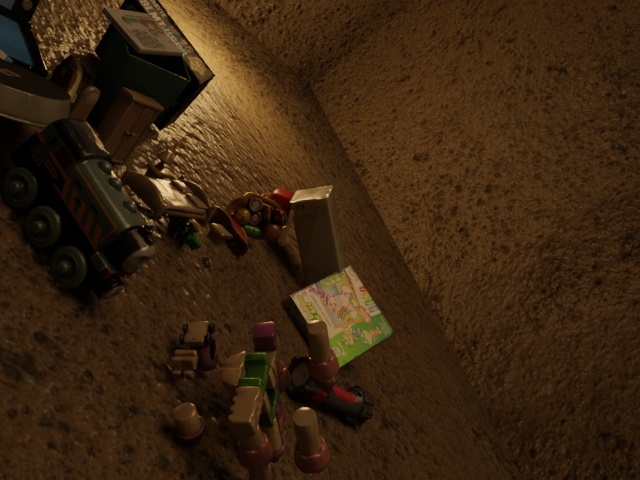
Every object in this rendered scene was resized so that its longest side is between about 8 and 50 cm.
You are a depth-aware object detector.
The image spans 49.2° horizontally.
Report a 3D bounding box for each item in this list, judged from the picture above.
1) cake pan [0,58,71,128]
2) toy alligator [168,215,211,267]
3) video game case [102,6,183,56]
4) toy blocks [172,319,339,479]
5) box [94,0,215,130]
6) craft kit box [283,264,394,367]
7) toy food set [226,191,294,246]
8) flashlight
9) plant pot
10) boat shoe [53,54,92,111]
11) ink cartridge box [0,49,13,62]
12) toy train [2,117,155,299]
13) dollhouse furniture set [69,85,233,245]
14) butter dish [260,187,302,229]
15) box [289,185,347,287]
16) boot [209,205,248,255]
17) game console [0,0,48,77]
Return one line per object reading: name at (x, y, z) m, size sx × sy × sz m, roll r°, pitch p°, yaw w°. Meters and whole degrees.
cake pan at (-0.603, -0.294, 1.316) m, size 0.293 × 0.054 × 0.293 m, roll 25°, pitch 12°, yaw -6°
toy alligator at (-0.325, -0.014, 1.701) m, size 0.189 × 0.056 × 0.051 m, roll 58°, pitch 18°, yaw 15°
video game case at (-0.422, -0.497, 1.671) m, size 0.143 × 0.019 × 0.157 m, roll 49°, pitch 28°, yaw 12°
toy blocks at (-0.121, 0.337, 1.368) m, size 0.288 × 0.309 × 0.260 m, roll -81°, pitch 166°, yaw -52°
box at (-0.458, -0.487, 1.911) m, size 0.295 × 0.293 × 0.073 m, roll 51°, pitch 50°, yaw -7°
craft kit box at (0.057, 0.224, 2.031) m, size 0.247 × 0.061 × 0.250 m, roll -26°, pitch 77°, yaw -34°
toy food set at (-0.163, -0.055, 2.019) m, size 0.218 × 0.128 × 0.071 m, roll 20°, pitch 10°, yaw -32°
flashlight at (0.033, 0.382, 1.793) m, size 0.304 × 0.103 × 0.103 m, roll 34°, pitch 23°, yaw -45°
plant pot at (-0.464, -0.381, 1.727) m, size 0.165 × 0.234 × 0.165 m, roll 18°, pitch 35°, yaw -38°
boat shoe at (-0.576, -0.351, 1.650) m, size 0.095 × 0.095 × 0.257 m, roll 48°, pitch 16°, yaw -36°
ink cartridge box at (-0.698, -0.388, 1.470) m, size 0.083 × 0.048 × 0.028 m, roll 44°, pitch 19°, yaw -28°
toy train at (-0.436, -0.061, 1.274) m, size 0.334 × 0.190 × 0.142 m, roll 56°, pitch 18°, yaw 9°
dollhouse furniture set at (-0.359, -0.170, 1.568) m, size 0.355 × 0.174 × 0.303 m, roll 42°, pitch 13°, yaw 20°
butter dish at (-0.146, -0.110, 2.258) m, size 0.118 × 0.160 × 0.160 m, roll 30°, pitch 16°, yaw 4°
box at (0.000, 0.000, 2.186) m, size 0.148 × 0.121 × 0.311 m, roll -67°, pitch 148°, yaw -70°
boot at (-0.255, -0.036, 1.940) m, size 0.158 × 0.059 × 0.084 m, roll 56°, pitch 12°, yaw -19°
game console at (-0.711, -0.542, 1.552) m, size 0.173 × 0.250 × 0.293 m, roll 31°, pitch 7°, yaw 24°
